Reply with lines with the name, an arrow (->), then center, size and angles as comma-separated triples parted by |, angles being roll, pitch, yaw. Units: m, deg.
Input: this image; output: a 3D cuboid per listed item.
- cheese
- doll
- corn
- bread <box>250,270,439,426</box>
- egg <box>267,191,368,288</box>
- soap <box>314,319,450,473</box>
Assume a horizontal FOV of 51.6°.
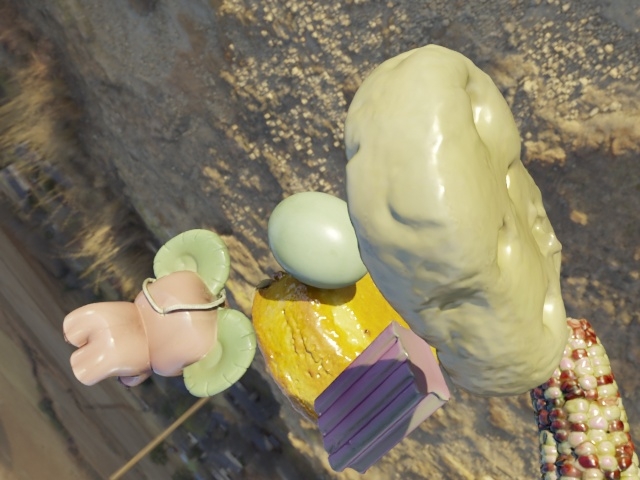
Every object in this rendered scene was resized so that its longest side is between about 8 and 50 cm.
cheese -> 0.105, -0.008, 0.462 | 0.093, 0.159, 0.263 | -10, 140, 31
doll -> -0.250, 0.136, 1.107 | 0.268, 0.216, 0.284 | -30, 68, 17
corn -> 0.245, 0.212, 0.600 | 0.092, 0.092, 0.281 | 132, 139, -57
bread -> 0.050, 0.174, 1.232 | 0.204, 0.336, 0.358 | -46, 66, 25
egg -> 0.000, 0.000, 1.080 | 0.192, 0.149, 0.149 | 32, 144, 30
soap -> 0.077, 0.219, 0.909 | 0.203, 0.065, 0.122 | -51, 39, 31
